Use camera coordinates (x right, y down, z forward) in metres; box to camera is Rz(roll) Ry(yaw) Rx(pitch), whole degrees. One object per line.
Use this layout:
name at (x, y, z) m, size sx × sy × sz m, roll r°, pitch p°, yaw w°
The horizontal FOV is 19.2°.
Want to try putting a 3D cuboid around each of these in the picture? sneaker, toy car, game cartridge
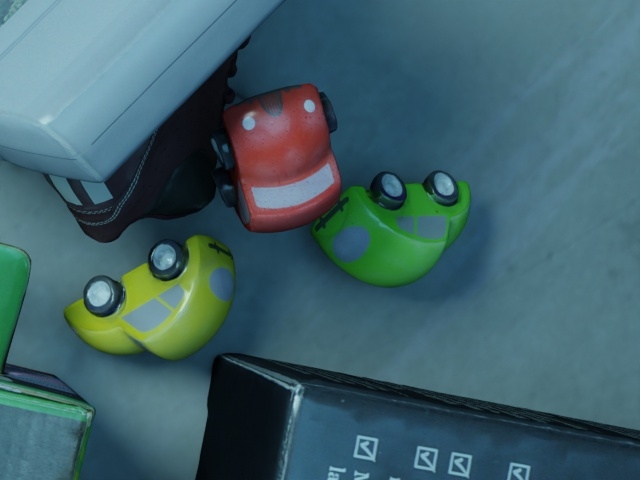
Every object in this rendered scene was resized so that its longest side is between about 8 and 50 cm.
sneaker at (-0.075, -0.120, 1.035) m, size 0.106 × 0.162 × 0.281 m, roll 21°, pitch 63°, yaw 22°
toy car at (0.000, 0.000, 1.035) m, size 0.225 × 0.239 × 0.053 m, roll -4°, pitch 61°, yaw -39°
game cartridge at (-0.146, -0.145, 0.934) m, size 0.196 × 0.294 × 0.060 m, roll -49°, pitch 136°, yaw -7°

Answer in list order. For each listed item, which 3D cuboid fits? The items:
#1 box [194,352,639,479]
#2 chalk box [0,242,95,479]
box at (0.120, 0.243, 1.039) m, size 0.395 × 0.212 × 0.294 m, roll 12°, pitch 88°, yaw -13°
chalk box at (-0.226, 0.134, 0.966) m, size 0.180 × 0.179 × 0.289 m, roll 15°, pitch 87°, yaw -14°
